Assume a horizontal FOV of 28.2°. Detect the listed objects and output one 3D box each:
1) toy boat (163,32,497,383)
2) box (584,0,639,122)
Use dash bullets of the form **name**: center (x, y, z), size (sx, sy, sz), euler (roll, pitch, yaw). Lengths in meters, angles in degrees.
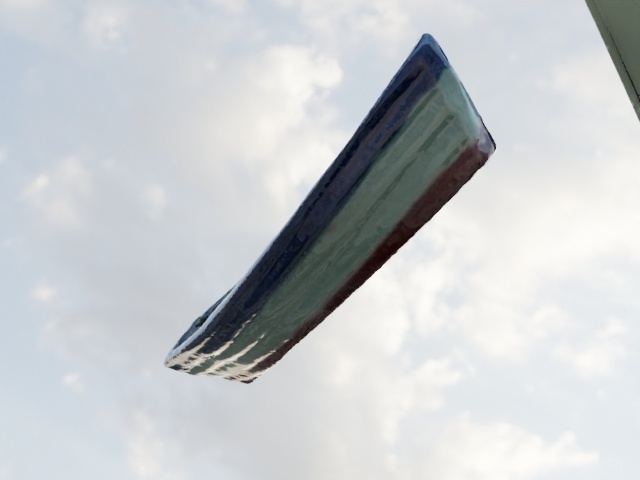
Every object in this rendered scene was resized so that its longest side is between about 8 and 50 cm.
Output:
- **toy boat**: center (0.000, 0.000, 0.492), size (0.046, 0.080, 0.229), euler (43, -39, -1)
- **box**: center (0.250, -0.077, 0.685), size (0.129, 0.086, 0.225), euler (10, -41, 51)
